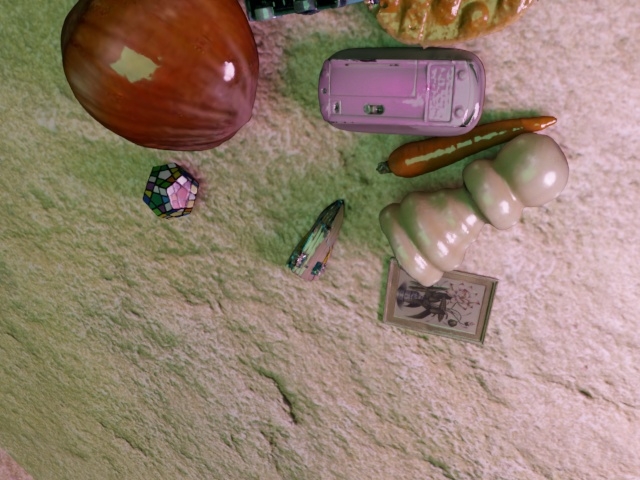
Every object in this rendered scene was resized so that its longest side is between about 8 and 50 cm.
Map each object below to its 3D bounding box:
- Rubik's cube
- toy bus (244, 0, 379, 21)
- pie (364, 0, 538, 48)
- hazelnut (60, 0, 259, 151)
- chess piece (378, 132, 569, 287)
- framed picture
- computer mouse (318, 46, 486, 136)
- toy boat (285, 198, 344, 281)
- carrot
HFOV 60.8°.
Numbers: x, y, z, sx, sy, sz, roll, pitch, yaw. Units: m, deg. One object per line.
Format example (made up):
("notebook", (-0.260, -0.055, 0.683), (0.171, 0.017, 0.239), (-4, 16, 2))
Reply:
("Rubik's cube", (-0.339, -0.111, 1.238), (0.133, 0.133, 0.112), (45, 94, -3))
("toy bus", (-0.018, -0.440, 0.896), (0.256, 0.147, 0.128), (19, 128, 48))
("pie", (0.203, -0.481, 0.886), (0.340, 0.083, 0.339), (10, 118, 19))
("hazelnut", (-0.287, -0.325, 1.009), (0.373, 0.315, 0.372), (22, 144, 17))
("chess piece", (0.289, -0.067, 0.998), (0.330, 0.182, 0.182), (-33, 99, 24))
("framed picture", (0.254, 0.133, 1.184), (0.232, 0.010, 0.173), (10, 117, 16))
("computer mouse", (0.144, -0.272, 1.000), (0.311, 0.072, 0.158), (8, 108, 23))
("toy boat", (0.000, 0.000, 1.195), (0.084, 0.066, 0.210), (27, 109, -6))
("carrot", (0.260, -0.177, 1.012), (0.336, 0.069, 0.069), (-15, 107, 23))
